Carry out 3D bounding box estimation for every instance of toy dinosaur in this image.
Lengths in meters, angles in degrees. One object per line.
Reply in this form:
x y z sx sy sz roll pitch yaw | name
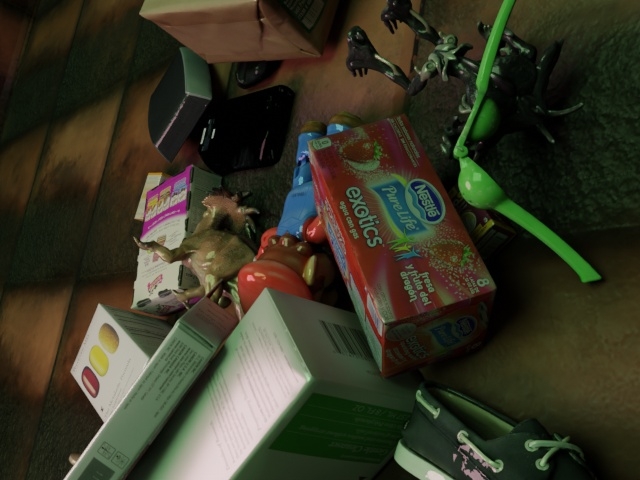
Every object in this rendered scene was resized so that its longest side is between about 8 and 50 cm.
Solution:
-0.143 0.024 1.196 0.200 0.127 0.295 -36 55 -12 | toy dinosaur

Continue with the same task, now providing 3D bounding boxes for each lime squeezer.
0.182 -0.100 0.766 0.110 0.059 0.310 -15 84 26 | lime squeezer

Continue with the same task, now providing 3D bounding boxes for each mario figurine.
0.000 0.000 1.049 0.198 0.170 0.320 110 179 -71 | mario figurine

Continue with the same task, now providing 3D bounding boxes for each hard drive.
-0.280 -0.278 1.523 0.172 0.054 0.254 -52 30 22 | hard drive

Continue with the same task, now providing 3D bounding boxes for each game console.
-0.110 -0.293 1.358 0.213 0.044 0.361 -1 73 50 | game console

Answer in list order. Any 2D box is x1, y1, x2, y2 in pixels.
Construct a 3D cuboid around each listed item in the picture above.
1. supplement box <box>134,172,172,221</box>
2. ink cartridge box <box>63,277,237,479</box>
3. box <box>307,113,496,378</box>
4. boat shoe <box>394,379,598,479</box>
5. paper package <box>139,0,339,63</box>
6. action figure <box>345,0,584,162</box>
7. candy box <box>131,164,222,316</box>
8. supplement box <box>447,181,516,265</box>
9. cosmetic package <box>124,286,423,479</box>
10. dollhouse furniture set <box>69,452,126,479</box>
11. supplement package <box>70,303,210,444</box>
-0.325 -0.083 1.530 0.062 0.036 0.098 7 79 52 | supplement box
-0.204 0.191 0.990 0.275 0.060 0.239 -53 0 10 | ink cartridge box
0.081 0.001 0.852 0.128 0.123 0.256 84 168 -54 | box
0.178 0.204 0.701 0.303 0.114 0.091 12 89 52 | boat shoe
-0.102 -0.476 1.275 0.310 0.168 0.324 8 75 41 | paper package
0.169 -0.182 0.882 0.276 0.141 0.164 37 96 25 | action figure
-0.253 0.003 1.370 0.159 0.071 0.233 -22 57 44 | candy box
0.173 -0.022 0.871 0.055 0.043 0.083 -51 40 25 | supplement box
-0.065 0.251 0.916 0.365 0.197 0.155 -55 40 21 | cosmetic package
-0.405 0.490 1.256 0.242 0.161 0.212 21 91 53 | dollhouse furniture set
-0.291 0.217 1.264 0.244 0.134 0.139 26 94 53 | supplement package
